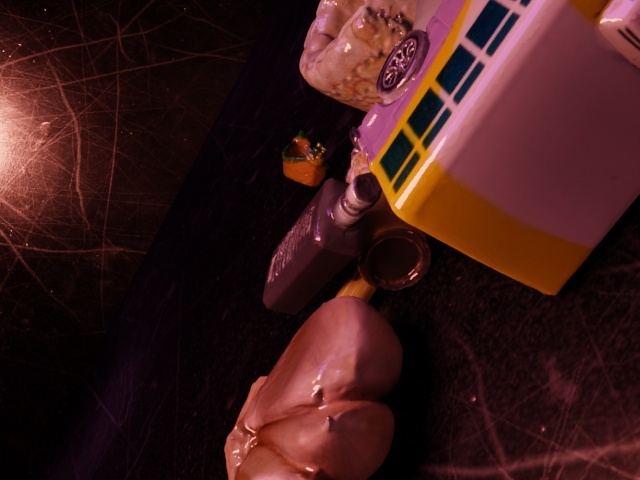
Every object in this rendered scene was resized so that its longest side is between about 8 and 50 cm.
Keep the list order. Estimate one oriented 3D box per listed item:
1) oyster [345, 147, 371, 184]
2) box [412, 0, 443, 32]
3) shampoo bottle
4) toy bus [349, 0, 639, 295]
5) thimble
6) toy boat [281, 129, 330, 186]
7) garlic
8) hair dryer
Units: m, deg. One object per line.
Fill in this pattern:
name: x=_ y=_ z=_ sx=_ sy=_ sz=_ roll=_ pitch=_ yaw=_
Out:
oyster: x=0.086 y=-0.131 z=1.176 sx=0.163 sy=0.081 sz=0.191 roll=3 pitch=77 yaw=55
box: x=0.191 y=-0.250 z=1.035 sx=0.086 sy=0.129 sz=0.225 roll=-40 pitch=30 yaw=48
shampoo bottle: x=0.000 y=0.001 z=1.022 sx=0.309 sy=0.071 sz=0.098 roll=129 pitch=156 yaw=-60
toy bus: x=0.237 y=-0.193 z=0.719 sx=0.440 sy=0.209 sz=0.249 roll=-56 pitch=22 yaw=20
thimble: x=0.115 y=-0.333 z=1.246 sx=0.291 sy=0.195 sz=0.291 roll=-49 pitch=27 yaw=37
toy boat: x=-0.028 y=-0.158 z=1.528 sx=0.229 sy=0.089 sz=0.088 roll=-131 pitch=56 yaw=-73
garlic: x=-0.001 y=0.195 z=0.922 sx=0.325 sy=0.132 sz=0.279 roll=-34 pitch=34 yaw=58
hair dryer: x=0.043 y=0.065 z=1.074 sx=0.278 sy=0.090 sz=0.135 roll=-60 pitch=19 yaw=25
